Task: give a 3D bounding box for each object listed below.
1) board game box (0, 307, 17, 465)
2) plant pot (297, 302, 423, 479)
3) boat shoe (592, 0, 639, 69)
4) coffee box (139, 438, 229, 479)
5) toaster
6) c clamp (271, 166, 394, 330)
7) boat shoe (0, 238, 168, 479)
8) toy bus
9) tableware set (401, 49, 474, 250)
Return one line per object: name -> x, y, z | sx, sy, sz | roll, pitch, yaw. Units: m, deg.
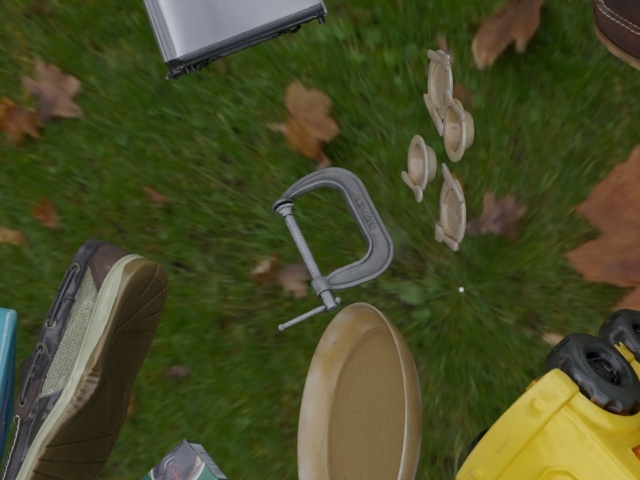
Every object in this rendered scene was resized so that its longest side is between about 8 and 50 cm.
board game box -> -0.278, 0.118, 0.540 | 0.336, 0.079, 0.253 | 8, 53, -6
plant pot -> 0.039, 0.176, 1.663 | 0.032, 0.236, 0.236 | 8, 89, -22
boat shoe -> 0.282, -0.146, 1.273 | 0.207, 0.073, 0.073 | 27, 64, 31
coffee box -> -0.121, 0.311, 1.892 | 0.113, 0.040, 0.184 | -43, 69, 6
toaster -> -0.088, -0.230, 1.720 | 0.186, 0.168, 0.110 | -21, 95, 4
c clamp -> 0.000, 0.000, 1.821 | 0.137, 0.022, 0.160 | -18, 62, -3
boat shoe -> -0.125, 0.072, 0.901 | 0.049, 0.056, 0.152 | 30, 96, 32
toy bus -> 0.250, 0.181, 1.433 | 0.211, 0.220, 0.149 | 44, 121, 16
tableware set -> 0.107, -0.082, 1.616 | 0.020, 0.141, 0.168 | -3, 121, -14
